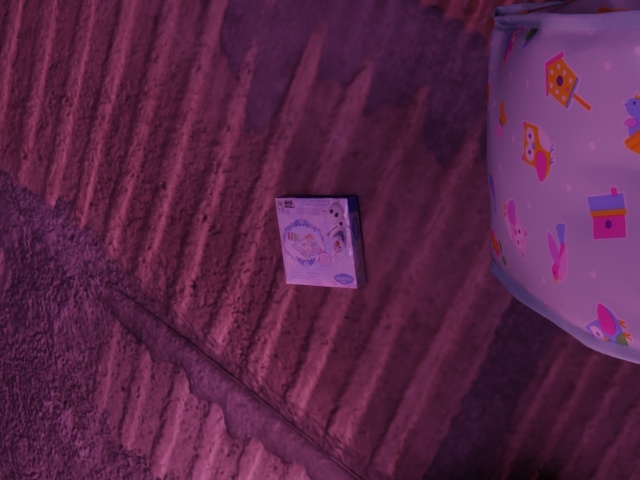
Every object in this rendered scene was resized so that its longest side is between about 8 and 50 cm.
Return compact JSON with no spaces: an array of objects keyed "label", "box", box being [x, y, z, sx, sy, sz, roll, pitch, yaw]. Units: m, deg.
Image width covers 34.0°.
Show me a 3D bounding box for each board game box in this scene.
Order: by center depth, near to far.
[{"label":"board game box","box":[0.000,0.000,1.033,0.090,0.020,0.090,3,104,37]}]

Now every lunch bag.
[{"label":"lunch bag","box":[0.205,-0.052,0.696,0.160,0.262,0.223,-4,103,-4]}]
